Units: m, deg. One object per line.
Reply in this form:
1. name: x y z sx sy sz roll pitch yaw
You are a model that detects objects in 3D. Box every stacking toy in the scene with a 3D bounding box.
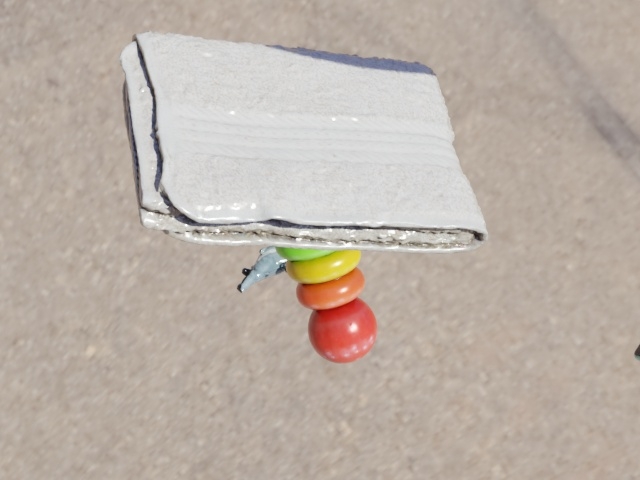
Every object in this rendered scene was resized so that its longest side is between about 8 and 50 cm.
1. stacking toy: 0.000 0.000 1.787 0.141 0.141 0.330 -30 110 -36

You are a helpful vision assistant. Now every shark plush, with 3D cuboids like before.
1. shark plush: -0.063 0.029 2.147 0.161 0.067 0.073 -18 116 -42

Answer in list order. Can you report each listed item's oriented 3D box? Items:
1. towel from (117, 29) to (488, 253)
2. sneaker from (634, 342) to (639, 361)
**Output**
1. towel: -0.015 -0.078 1.121 0.282 0.049 0.187 2 54 -22
2. sneaker: 0.399 0.139 1.584 0.069 0.098 0.038 40 81 -14
